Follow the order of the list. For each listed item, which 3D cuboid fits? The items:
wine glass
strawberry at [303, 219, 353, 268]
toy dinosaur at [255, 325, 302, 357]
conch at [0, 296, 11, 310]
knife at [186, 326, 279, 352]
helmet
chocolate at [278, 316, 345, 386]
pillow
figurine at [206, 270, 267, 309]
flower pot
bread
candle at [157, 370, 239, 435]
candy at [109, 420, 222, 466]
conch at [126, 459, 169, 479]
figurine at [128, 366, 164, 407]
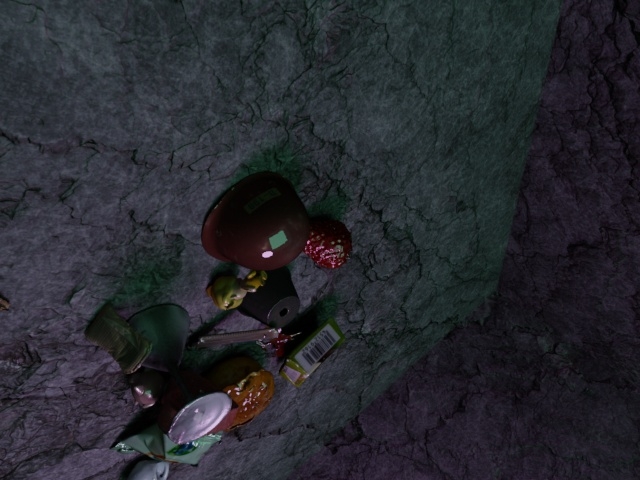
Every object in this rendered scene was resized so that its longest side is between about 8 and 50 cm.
[{"bbox_3d":[-0.474,0.425,1.405,0.267,0.406,0.267,-25,134,-29],"label":"wine glass"},{"bbox_3d":[0.000,0.000,1.725,0.244,0.205,0.205,17,110,-27],"label":"strawberry"},{"bbox_3d":[-0.182,0.441,1.983,0.206,0.113,0.327,-29,135,17],"label":"toy dinosaur"},{"bbox_3d":[-0.863,0.106,1.005,0.109,0.093,0.330,-60,166,-14],"label":"conch"},{"bbox_3d":[-0.341,0.379,1.674,0.364,0.043,0.089,-9,139,0],"label":"knife"},{"bbox_3d":[-0.178,-0.023,1.460,0.384,0.230,0.338,-31,140,-25],"label":"helmet"},{"bbox_3d":[-0.039,0.541,2.060,0.300,0.137,0.289,-37,165,-29],"label":"chocolate"},{"bbox_3d":[-0.621,0.305,1.329,0.135,0.211,0.034,-52,173,3],"label":"pillow"},{"bbox_3d":[-0.302,0.173,1.551,0.246,0.156,0.131,-28,116,22],"label":"figurine"},{"bbox_3d":[-0.190,0.244,1.731,0.268,0.166,0.269,-26,138,-25],"label":"flower pot"},{"bbox_3d":[-0.376,0.667,1.882,0.336,0.204,0.359,-25,140,-32],"label":"bread"},{"bbox_3d":[-0.439,0.600,1.578,0.287,0.317,0.132,23,93,-13],"label":"candle"},{"bbox_3d":[-0.613,0.794,1.714,0.397,0.172,0.263,-27,132,30],"label":"candy"},{"bbox_3d":[-0.753,1.036,1.885,0.185,0.121,0.221,-39,149,-19],"label":"conch"},{"bbox_3d":[-0.634,0.532,1.573,0.125,0.125,0.138,-28,128,-26],"label":"figurine"}]
